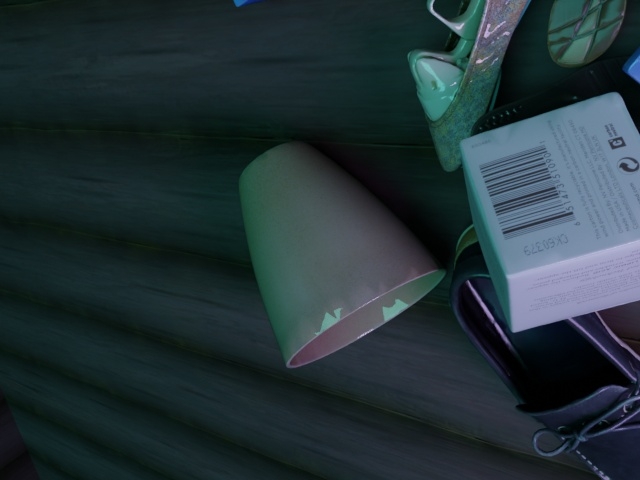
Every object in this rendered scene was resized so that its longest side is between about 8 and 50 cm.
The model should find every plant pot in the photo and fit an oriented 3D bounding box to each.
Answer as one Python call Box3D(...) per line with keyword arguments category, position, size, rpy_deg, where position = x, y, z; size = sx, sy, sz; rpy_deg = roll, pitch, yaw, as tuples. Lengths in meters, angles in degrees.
Box3D(category="plant pot", position=(0.000, 0.000, 0.858), size=(0.256, 0.257, 0.273), rpy_deg=(-47, 66, 42))

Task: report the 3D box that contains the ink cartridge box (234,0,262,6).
Box3D(category="ink cartridge box", position=(-0.037, -0.411, 0.741), size=(0.231, 0.078, 0.134), rpy_deg=(-14, 106, 40))

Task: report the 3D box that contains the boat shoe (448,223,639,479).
Box3D(category="boat shoe", position=(0.334, 0.192, 0.759), size=(0.187, 0.156, 0.500), rpy_deg=(-36, 92, 40))

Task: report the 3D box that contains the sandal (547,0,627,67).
Box3D(category="sandal", position=(0.283, -0.272, 0.614), size=(0.072, 0.049, 0.180), rpy_deg=(8, 104, 26))

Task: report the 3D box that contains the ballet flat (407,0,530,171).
Box3D(category="ballet flat", position=(0.161, -0.230, 0.673), size=(0.106, 0.107, 0.315), rpy_deg=(8, 119, -14))

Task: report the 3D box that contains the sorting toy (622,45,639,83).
Box3D(category="sorting toy", position=(0.420, -0.081, 0.533), size=(0.196, 0.047, 0.348), rpy_deg=(-39, 114, 17))

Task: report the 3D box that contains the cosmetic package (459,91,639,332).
Box3D(category="cosmetic package", position=(0.239, -0.017, 0.592), size=(0.152, 0.183, 0.151), rpy_deg=(-17, 63, 11))

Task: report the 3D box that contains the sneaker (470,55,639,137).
Box3D(category="sneaker", position=(0.285, -0.128, 0.670), size=(0.228, 0.130, 0.087), rpy_deg=(-22, 76, 12))
